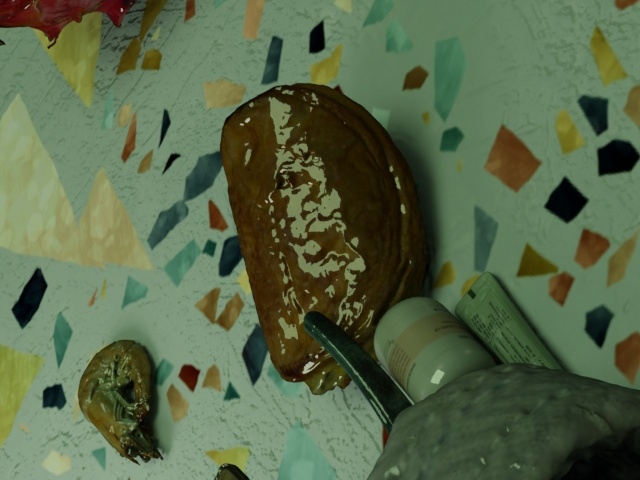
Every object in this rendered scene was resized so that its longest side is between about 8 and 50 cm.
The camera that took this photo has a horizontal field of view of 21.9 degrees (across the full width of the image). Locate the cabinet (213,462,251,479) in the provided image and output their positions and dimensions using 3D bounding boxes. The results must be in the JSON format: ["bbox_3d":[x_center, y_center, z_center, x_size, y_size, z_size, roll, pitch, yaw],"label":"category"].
[{"bbox_3d":[0.014,0.294,1.306,0.215,0.175,0.148,37,106,51],"label":"cabinet"}]

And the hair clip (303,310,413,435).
[{"bbox_3d":[0.059,0.143,1.347,0.229,0.039,0.070,57,143,19],"label":"hair clip"}]

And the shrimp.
[{"bbox_3d":[-0.202,0.172,1.734,0.099,0.041,0.180,-48,41,7],"label":"shrimp"}]

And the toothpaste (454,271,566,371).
[{"bbox_3d":[0.165,0.093,1.317,0.048,0.029,0.197,-54,39,15],"label":"toothpaste"}]

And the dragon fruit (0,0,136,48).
[{"bbox_3d":[-0.300,-0.399,1.903,0.371,0.249,0.386,13,91,36],"label":"dragon fruit"}]

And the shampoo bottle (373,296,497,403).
[{"bbox_3d":[0.114,0.120,1.331,0.074,0.074,0.192,-60,40,15],"label":"shampoo bottle"}]

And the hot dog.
[{"bbox_3d":[0.000,0.000,1.481,0.196,0.122,0.272,-32,69,40],"label":"hot dog"}]

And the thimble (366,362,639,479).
[{"bbox_3d":[0.143,0.205,1.140,0.245,0.217,0.157,-48,29,-20],"label":"thimble"}]
